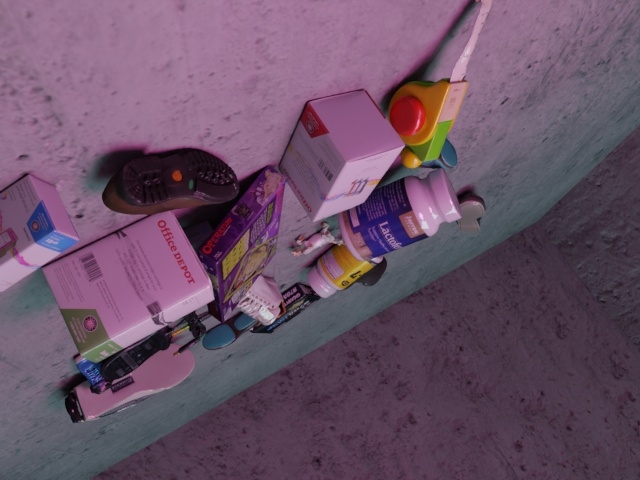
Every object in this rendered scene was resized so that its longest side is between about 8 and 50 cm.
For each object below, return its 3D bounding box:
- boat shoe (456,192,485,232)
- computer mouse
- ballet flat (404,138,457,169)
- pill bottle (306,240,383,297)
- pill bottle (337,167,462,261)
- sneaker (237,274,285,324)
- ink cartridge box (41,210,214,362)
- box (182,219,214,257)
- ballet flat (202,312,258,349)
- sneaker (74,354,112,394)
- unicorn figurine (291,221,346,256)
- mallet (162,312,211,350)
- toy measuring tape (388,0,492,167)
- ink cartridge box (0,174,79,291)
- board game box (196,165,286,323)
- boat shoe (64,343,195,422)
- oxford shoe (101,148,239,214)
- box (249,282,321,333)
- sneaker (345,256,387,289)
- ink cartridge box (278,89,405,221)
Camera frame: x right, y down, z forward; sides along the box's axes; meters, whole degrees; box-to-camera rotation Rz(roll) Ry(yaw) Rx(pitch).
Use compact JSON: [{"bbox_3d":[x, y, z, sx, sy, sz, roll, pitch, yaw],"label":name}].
[{"bbox_3d":[0.532,-0.117,1.992,0.112,0.095,0.335,1,165,14],"label":"boat shoe"},{"bbox_3d":[-0.406,0.249,1.355,0.262,0.060,0.184,-38,149,-14],"label":"computer mouse"},{"bbox_3d":[0.239,-0.204,1.261,0.087,0.083,0.247,-14,172,27],"label":"ballet flat"},{"bbox_3d":[0.067,0.069,1.608,0.208,0.119,0.119,-39,162,21],"label":"pill bottle"},{"bbox_3d":[0.185,-0.062,1.303,0.264,0.153,0.153,-23,167,21],"label":"pill bottle"},{"bbox_3d":[-0.164,0.154,1.438,0.106,0.123,0.290,-35,161,15],"label":"sneaker"},{"bbox_3d":[-0.304,0.072,0.901,0.219,0.160,0.092,-27,163,-14],"label":"ink cartridge box"},{"bbox_3d":[-0.276,0.043,1.079,0.145,0.038,0.186,-25,162,-21],"label":"box"},{"bbox_3d":[-0.259,0.268,1.673,0.203,0.074,0.074,-33,163,-5],"label":"ballet flat"},{"bbox_3d":[-0.526,0.314,1.302,0.058,0.084,0.152,-26,161,-19],"label":"sneaker"},{"bbox_3d":[0.000,0.000,1.425,0.162,0.060,0.111,-15,162,-3],"label":"unicorn figurine"},{"bbox_3d":[-0.348,0.222,1.457,0.189,0.039,0.062,-31,161,-20],"label":"mallet"},{"bbox_3d":[0.194,-0.281,0.967,0.121,0.121,0.330,-17,135,-40],"label":"toy measuring tape"},{"bbox_3d":[-0.376,-0.007,0.681,0.122,0.088,0.052,-33,163,3],"label":"ink cartridge box"},{"bbox_3d":[-0.151,0.023,1.089,0.208,0.056,0.347,-50,170,-24],"label":"board game box"},{"bbox_3d":[-0.515,0.378,1.482,0.340,0.127,0.158,-15,170,-39],"label":"boat shoe"},{"bbox_3d":[-0.215,-0.081,0.811,0.096,0.083,0.227,-21,172,37],"label":"oxford shoe"},{"bbox_3d":[-0.121,0.226,1.820,0.220,0.051,0.175,-36,163,8],"label":"box"},{"bbox_3d":[0.142,0.081,1.806,0.286,0.109,0.130,-14,149,-51],"label":"sneaker"},{"bbox_3d":[0.030,-0.142,0.952,0.127,0.128,0.176,-22,161,-32],"label":"ink cartridge box"}]
